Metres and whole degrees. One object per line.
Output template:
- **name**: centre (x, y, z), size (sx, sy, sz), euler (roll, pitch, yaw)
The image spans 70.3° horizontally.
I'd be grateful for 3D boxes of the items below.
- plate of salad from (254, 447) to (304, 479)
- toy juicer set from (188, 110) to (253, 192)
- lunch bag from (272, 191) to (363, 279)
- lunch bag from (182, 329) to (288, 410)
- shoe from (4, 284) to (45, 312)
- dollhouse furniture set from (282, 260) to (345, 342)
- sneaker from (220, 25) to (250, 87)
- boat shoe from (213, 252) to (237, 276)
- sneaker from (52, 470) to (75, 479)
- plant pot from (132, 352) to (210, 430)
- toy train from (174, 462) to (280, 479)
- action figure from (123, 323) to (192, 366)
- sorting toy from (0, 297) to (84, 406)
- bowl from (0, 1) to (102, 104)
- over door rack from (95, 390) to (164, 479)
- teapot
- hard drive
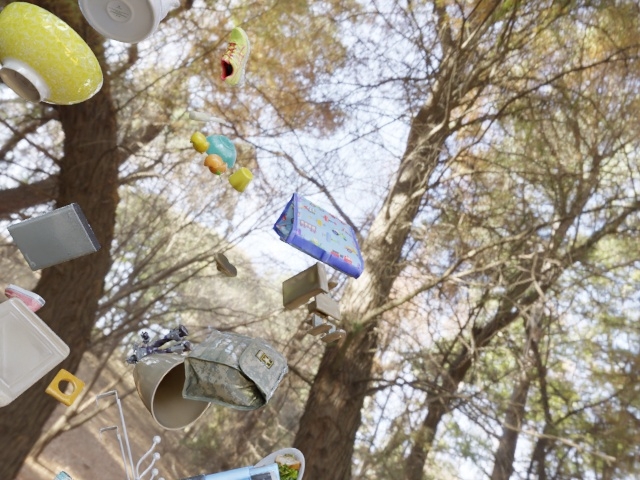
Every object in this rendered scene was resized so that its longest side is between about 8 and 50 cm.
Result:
- **plate of salad**: centre (-0.121, 0.507, 0.945), size (0.199, 0.200, 0.048), euler (-20, -71, 49)
- **toy juicer set**: centre (-0.361, -0.308, 1.499), size (0.089, 0.329, 0.209), euler (-40, -30, 23)
- **lunch bag**: centre (0.000, 0.000, 1.262), size (0.220, 0.138, 0.293), euler (30, 9, -16)
- **lunch bag**: centre (-0.261, 0.413, 1.461), size (0.286, 0.235, 0.169), euler (9, -78, 9)
- **shoe**: centre (-0.949, 0.196, 1.417), size (0.177, 0.081, 0.064), euler (10, -43, 26)
- **dollhouse furniture set**: centre (0.009, 0.197, 1.565), size (0.160, 0.212, 0.242), euler (-30, -44, 26)
- **sneaker**: centre (-0.317, -0.666, 1.647), size (0.081, 0.094, 0.209), euler (18, -71, 31)
- **boat shoe**: centre (-0.334, 0.090, 1.560), size (0.045, 0.050, 0.135), euler (-13, -39, 13)
- **sneaker**: centre (-0.800, 0.844, 1.426), size (0.110, 0.122, 0.283), euler (18, -50, 31)
- **plant pot**: centre (-0.579, 0.526, 1.700), size (0.273, 0.257, 0.257), euler (10, -40, 41)
- **toy train**: centre (-0.135, 0.352, 0.613), size (0.183, 0.080, 0.105), euler (-3, -33, -18)
- **action figure**: centre (-0.686, 0.451, 1.889), size (0.099, 0.284, 0.186), euler (71, -3, -66)
- **sorting toy**: centre (-0.659, 0.233, 0.952), size (0.047, 0.196, 0.348), euler (-38, -82, 19)
- **bowl**: centre (-0.783, -0.478, 1.259), size (0.289, 0.156, 0.290), euler (16, -31, 10)
- **over door rack**: centre (-0.535, 0.609, 1.310), size (0.324, 0.108, 0.240), euler (46, -45, 29)
- **teapot**: centre (-0.619, -0.763, 1.414), size (0.252, 0.187, 0.256), euler (-18, -35, 13)
- **hard drive**: centre (-0.492, -0.005, 0.840), size (0.135, 0.022, 0.094), euler (-17, -70, 6)
